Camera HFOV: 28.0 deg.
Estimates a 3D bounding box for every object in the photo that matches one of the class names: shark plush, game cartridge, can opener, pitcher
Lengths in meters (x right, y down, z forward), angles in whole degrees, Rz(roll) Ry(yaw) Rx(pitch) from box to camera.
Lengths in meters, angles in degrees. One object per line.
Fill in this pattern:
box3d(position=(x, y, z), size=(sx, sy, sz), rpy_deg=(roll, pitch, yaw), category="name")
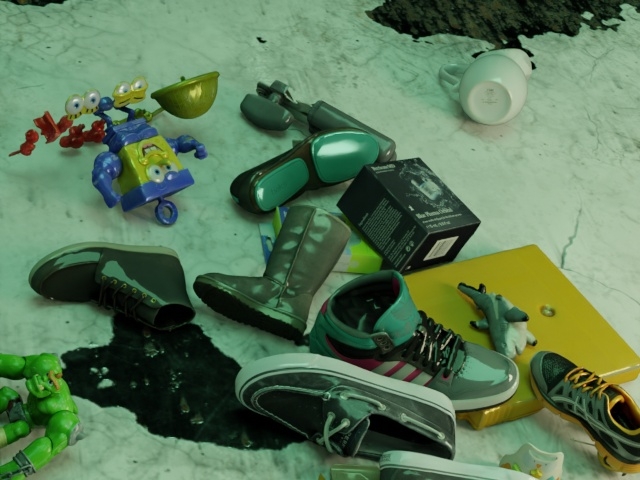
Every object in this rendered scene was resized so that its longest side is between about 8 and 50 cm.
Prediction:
box3d(position=(0.247, 0.108, 1.865), size=(0.067, 0.073, 0.161), rpy_deg=(-34, 59, -7), category="shark plush")
box3d(position=(0.273, 0.138, 1.916), size=(0.323, 0.053, 0.285), rpy_deg=(-13, 46, -28), category="game cartridge")
box3d(position=(-0.007, -0.187, 2.211), size=(0.283, 0.076, 0.095), rpy_deg=(31, 73, 17), category="can opener")
box3d(position=(0.302, -0.294, 2.408), size=(0.177, 0.125, 0.207), rpy_deg=(0, 25, 13), category="pitcher")

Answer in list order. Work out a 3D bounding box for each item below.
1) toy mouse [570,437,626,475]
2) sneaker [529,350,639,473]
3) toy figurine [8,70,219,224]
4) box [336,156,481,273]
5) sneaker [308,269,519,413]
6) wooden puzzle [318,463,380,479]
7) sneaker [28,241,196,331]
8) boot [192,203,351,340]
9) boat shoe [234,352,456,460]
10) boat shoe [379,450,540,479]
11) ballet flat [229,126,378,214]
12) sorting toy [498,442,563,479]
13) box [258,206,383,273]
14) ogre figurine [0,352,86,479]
box3d(position=(0.441, 0.284, 1.804), size=(0.161, 0.031, 0.143), rpy_deg=(27, 40, 13), category="toy mouse")
box3d(position=(0.378, 0.219, 1.759), size=(0.084, 0.083, 0.215), rpy_deg=(-30, 59, -34), category="sneaker")
box3d(position=(-0.275, -0.120, 2.007), size=(0.362, 0.191, 0.217), rpy_deg=(-23, 82, -48), category="toy figurine")
box3d(position=(0.139, -0.042, 2.005), size=(0.158, 0.093, 0.156), rpy_deg=(48, 33, 22), category="box")
box3d(position=(0.126, 0.127, 1.725), size=(0.295, 0.178, 0.124), rpy_deg=(9, 51, 9), category="sneaker")
box3d(position=(0.047, 0.319, 1.639), size=(0.116, 0.014, 0.078), rpy_deg=(10, 43, -8), category="wooden puzzle")
box3d(position=(-0.284, 0.068, 1.773), size=(0.222, 0.083, 0.118), rpy_deg=(-5, 43, -26), category="sneaker")
box3d(position=(-0.067, 0.027, 1.865), size=(0.189, 0.076, 0.208), rpy_deg=(26, 60, -9), category="boot")
box3d(position=(0.034, 0.233, 1.673), size=(0.301, 0.108, 0.102), rpy_deg=(16, 36, -12), category="boat shoe")
box3d(position=(0.182, 0.326, 1.633), size=(0.228, 0.080, 0.076), rpy_deg=(15, 64, -15), category="boat shoe")
box3d(position=(-0.034, -0.123, 2.085), size=(0.280, 0.095, 0.096), rpy_deg=(-23, 21, -36), category="ballet flat")
box3d(position=(0.285, 0.299, 1.696), size=(0.083, 0.075, 0.045), rpy_deg=(16, 38, 1), category="sorting toy")
box3d(position=(0.000, 0.000, 1.989), size=(0.178, 0.042, 0.109), rpy_deg=(5, 39, -15), category="box")
box3d(position=(-0.363, 0.206, 1.576), size=(0.118, 0.097, 0.197), rpy_deg=(-19, 32, -13), category="ogre figurine")
